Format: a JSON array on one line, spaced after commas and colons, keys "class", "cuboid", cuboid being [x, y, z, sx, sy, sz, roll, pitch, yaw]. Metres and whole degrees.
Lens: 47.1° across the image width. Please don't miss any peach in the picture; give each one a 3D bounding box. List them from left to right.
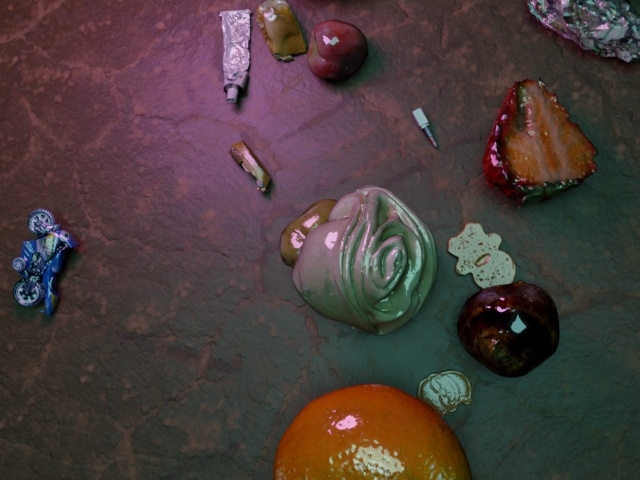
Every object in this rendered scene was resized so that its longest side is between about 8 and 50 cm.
[{"class": "peach", "cuboid": [0.047, -0.466, 1.789, 0.152, 0.152, 0.152, -1, 82, 6]}]

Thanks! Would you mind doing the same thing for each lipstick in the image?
[{"class": "lipstick", "cuboid": [0.259, -0.272, 1.792, 0.025, 0.025, 0.107, -28, 87, 2]}]

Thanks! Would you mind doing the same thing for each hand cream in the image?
[{"class": "hand cream", "cuboid": [-0.216, -0.465, 1.858, 0.084, 0.050, 0.257, -2, 75, 4]}]

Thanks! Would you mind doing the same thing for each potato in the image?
[{"class": "potato", "cuboid": [0.002, 0.000, 1.717, 0.200, 0.154, 0.137, -46, 39, -11]}]

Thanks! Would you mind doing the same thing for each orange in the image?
[{"class": "orange", "cuboid": [0.111, 0.504, 1.547, 0.424, 0.326, 0.424, 2, 100, 13]}]

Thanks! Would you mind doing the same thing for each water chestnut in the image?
[{"class": "water chestnut", "cuboid": [0.424, 0.186, 1.631, 0.223, 0.224, 0.238, 9, 44, 7]}]

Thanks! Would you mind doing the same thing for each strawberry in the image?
[{"class": "strawberry", "cuboid": [0.468, -0.207, 1.705, 0.253, 0.150, 0.280, -27, 77, -19]}]

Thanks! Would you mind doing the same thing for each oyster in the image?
[{"class": "oyster", "cuboid": [0.657, -0.533, 1.736, 0.351, 0.158, 0.162, 38, 122, 22]}]

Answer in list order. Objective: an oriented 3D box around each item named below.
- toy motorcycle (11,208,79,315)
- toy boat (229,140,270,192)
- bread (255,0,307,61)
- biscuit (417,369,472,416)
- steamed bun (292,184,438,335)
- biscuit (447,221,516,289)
[{"class": "toy motorcycle", "cuboid": [-0.675, 0.054, 1.812, 0.135, 0.092, 0.254, 13, 92, -2]}, {"class": "toy boat", "cuboid": [-0.171, -0.181, 1.813, 0.049, 0.047, 0.149, -40, 77, 13]}, {"class": "bread", "cuboid": [-0.100, -0.536, 1.827, 0.103, 0.110, 0.156, -30, 81, -5]}, {"class": "biscuit", "cuboid": [0.287, 0.353, 1.702, 0.130, 0.019, 0.102, -19, 79, 4]}, {"class": "steamed bun", "cuboid": [0.128, 0.067, 1.600, 0.324, 0.219, 0.310, 41, 85, -33]}, {"class": "biscuit", "cuboid": [0.386, 0.042, 1.733, 0.184, 0.027, 0.133, 36, 87, 8]}]
